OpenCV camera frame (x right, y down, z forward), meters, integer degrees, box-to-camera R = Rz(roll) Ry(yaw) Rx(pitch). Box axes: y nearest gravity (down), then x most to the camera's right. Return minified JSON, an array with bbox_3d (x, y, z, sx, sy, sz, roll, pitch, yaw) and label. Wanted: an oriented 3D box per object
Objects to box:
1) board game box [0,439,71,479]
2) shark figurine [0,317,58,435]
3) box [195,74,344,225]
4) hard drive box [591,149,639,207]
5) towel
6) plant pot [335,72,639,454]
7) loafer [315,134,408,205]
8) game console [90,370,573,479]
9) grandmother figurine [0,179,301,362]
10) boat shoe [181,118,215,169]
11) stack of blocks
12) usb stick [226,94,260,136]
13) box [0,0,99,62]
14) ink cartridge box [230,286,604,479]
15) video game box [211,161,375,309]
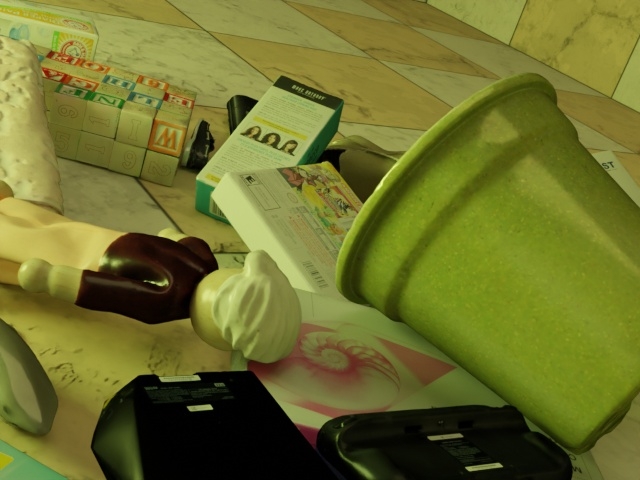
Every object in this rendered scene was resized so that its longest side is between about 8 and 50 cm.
[{"bbox_3d":[-0.202,0.213,0.455,0.336,0.079,0.254,25,24,13],"label":"board game box"},{"bbox_3d":[-0.324,0.047,0.696,0.278,0.116,0.166,16,22,-11],"label":"shark figurine"},{"bbox_3d":[-0.064,-0.116,1.198,0.101,0.060,0.244,24,49,11],"label":"box"},{"bbox_3d":[0.295,0.026,1.000,0.181,0.089,0.232,-13,58,-23],"label":"hard drive box"},{"bbox_3d":[-0.450,-0.138,0.971,0.317,0.053,0.331,3,42,-26],"label":"towel"},{"bbox_3d":[0.198,0.037,0.802,0.254,0.276,0.276,45,32,23],"label":"plant pot"},{"bbox_3d":[0.075,-0.085,1.320,0.092,0.101,0.268,-16,23,-26],"label":"loafer"},{"bbox_3d":[0.039,0.163,0.622,0.362,0.043,0.213,3,26,-35],"label":"game console"},{"bbox_3d":[-0.171,0.027,0.797,0.343,0.104,0.208,16,27,21],"label":"grandmother figurine"},{"bbox_3d":[-0.171,-0.138,1.306,0.038,0.046,0.125,17,26,-6],"label":"boat shoe"},{"bbox_3d":[-0.326,-0.180,1.225,0.297,0.087,0.171,15,24,-9],"label":"stack of blocks"},{"bbox_3d":[-0.106,-0.166,1.420,0.077,0.045,0.278,20,22,-17],"label":"usb stick"},{"bbox_3d":[-0.443,-0.289,1.348,0.203,0.114,0.103,9,25,-25],"label":"box"},{"bbox_3d":[0.081,0.166,0.797,0.324,0.071,0.330,15,22,-10],"label":"ink cartridge box"},{"bbox_3d":[0.000,0.000,1.048,0.187,0.048,0.205,-13,59,-48],"label":"video game box"}]
